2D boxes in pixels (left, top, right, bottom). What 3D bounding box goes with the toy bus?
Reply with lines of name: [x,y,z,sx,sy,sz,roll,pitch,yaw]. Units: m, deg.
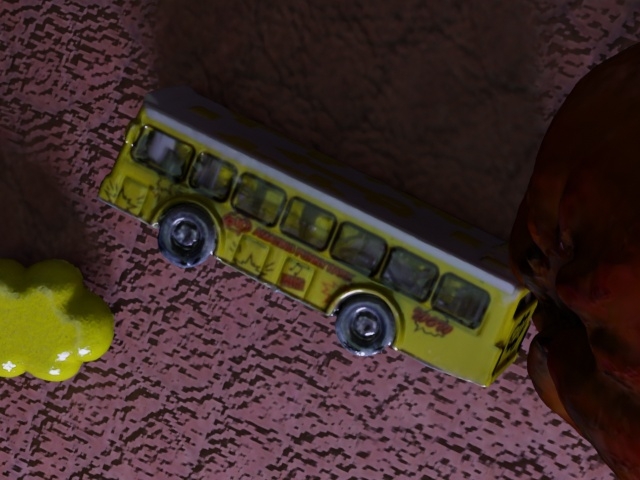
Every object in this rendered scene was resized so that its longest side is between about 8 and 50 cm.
toy bus: [0.000,0.000,0.952,0.226,0.081,0.074,27,108,15]

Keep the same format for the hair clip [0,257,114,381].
hair clip: [-0.199,0.037,1.059,0.173,0.046,0.072,11,109,17]

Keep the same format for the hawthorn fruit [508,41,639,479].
hawthorn fruit: [0.218,0.012,0.811,0.261,0.224,0.224,-8,98,-1]
